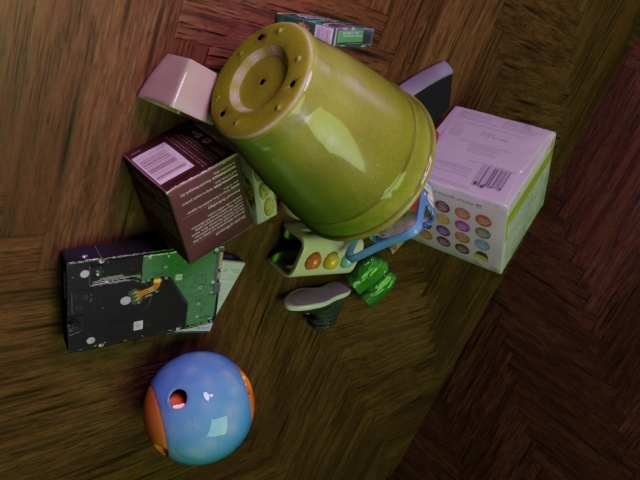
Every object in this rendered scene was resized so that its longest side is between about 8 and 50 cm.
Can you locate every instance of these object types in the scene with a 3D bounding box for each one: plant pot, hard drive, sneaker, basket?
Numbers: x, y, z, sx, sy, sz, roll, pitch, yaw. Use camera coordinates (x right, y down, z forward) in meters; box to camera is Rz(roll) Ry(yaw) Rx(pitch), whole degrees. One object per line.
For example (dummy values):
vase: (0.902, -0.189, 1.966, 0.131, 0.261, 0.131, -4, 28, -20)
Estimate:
plant pot: (-0.014, -0.225, 1.161, 0.366, 0.366, 0.353, -55, 140, 5)
hard drive: (-0.386, 0.107, 1.300, 0.338, 0.064, 0.237, -9, 126, -32)
plant pot: (-0.258, -0.289, 1.112, 0.109, 0.109, 0.096, 15, 97, -55)
sneaker: (-0.019, 0.227, 1.874, 0.295, 0.104, 0.147, -8, 122, -52)
basket: (0.199, -0.077, 1.653, 0.201, 0.254, 0.289, 49, 43, -20)
hard drive: (0.287, -0.396, 1.710, 0.254, 0.054, 0.172, -35, 143, -25)

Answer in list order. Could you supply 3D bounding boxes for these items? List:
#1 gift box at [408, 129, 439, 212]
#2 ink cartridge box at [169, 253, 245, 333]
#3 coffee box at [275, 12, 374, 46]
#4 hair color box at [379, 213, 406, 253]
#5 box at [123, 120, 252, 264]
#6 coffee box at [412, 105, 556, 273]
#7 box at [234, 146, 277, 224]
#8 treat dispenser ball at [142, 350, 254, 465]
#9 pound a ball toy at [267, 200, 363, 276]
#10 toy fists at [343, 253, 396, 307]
gift box: (0.128, -0.238, 1.496, 0.255, 0.258, 0.277, 31, 76, -55)
ink cartridge box: (-0.322, 0.129, 1.470, 0.223, 0.045, 0.224, 10, 113, -53)
coffee box: (0.004, -0.434, 1.214, 0.113, 0.184, 0.041, -16, 124, -40)
hair color box: (0.277, -0.044, 2.030, 0.167, 0.053, 0.093, -46, 147, -8)
box: (-0.266, -0.100, 1.211, 0.167, 0.168, 0.203, -35, 144, -26)
coffee box: (0.500, -0.163, 1.881, 0.338, 0.337, 0.334, -51, 149, -26)
box: (-0.152, -0.181, 1.369, 0.067, 0.063, 0.324, -33, 142, -31)
treat dispenser ball: (-0.316, 0.435, 1.543, 0.288, 0.288, 0.288, -31, 141, -29)
pound a ball toy: (0.000, 0.000, 1.660, 0.319, 0.135, 0.208, 1, 121, -51)
toy fists: (0.176, 0.127, 2.035, 0.142, 0.096, 0.279, -40, 148, 0)
